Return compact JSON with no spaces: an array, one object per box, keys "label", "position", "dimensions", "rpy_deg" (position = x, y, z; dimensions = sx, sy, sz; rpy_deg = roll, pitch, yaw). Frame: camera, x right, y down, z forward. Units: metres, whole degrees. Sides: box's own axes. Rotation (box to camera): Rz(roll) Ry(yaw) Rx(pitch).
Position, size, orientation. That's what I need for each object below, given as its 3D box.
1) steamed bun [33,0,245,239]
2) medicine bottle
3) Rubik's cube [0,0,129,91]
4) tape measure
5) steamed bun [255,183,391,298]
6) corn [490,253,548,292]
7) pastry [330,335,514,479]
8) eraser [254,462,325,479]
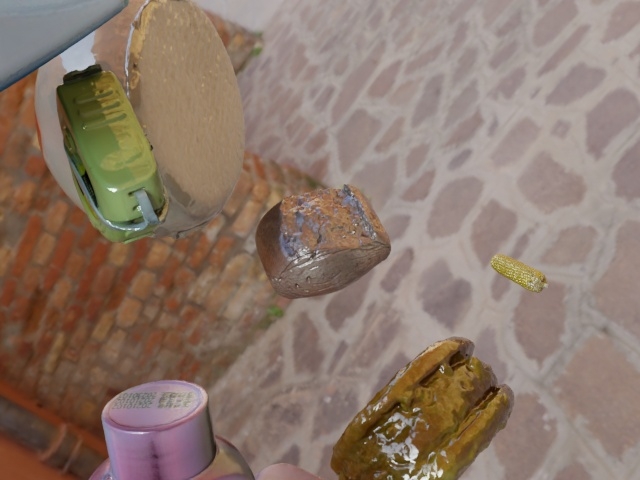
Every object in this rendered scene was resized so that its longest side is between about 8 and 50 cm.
[{"label":"steamed bun","position":[-0.277,-0.183,1.369],"dimensions":[0.241,0.374,0.374],"rpy_deg":[-5,47,22]},{"label":"medicine bottle","position":[-0.113,0.208,0.709],"dimensions":[0.094,0.119,0.188],"rpy_deg":[21,122,53]},{"label":"Rubik's cube","position":[-0.424,-0.272,0.814],"dimensions":[0.351,0.352,0.347],"rpy_deg":[-40,26,-30]},{"label":"tape measure","position":[-0.221,-0.074,1.003],"dimensions":[0.088,0.177,0.154],"rpy_deg":[-19,-16,-23]},{"label":"steamed bun","position":[0.000,0.000,1.268],"dimensions":[0.175,0.106,0.145],"rpy_deg":[-21,39,-1]},{"label":"corn","position":[0.244,0.040,1.134],"dimensions":[0.083,0.028,0.027],"rpy_deg":[30,106,41]},{"label":"pastry","position":[0.121,0.234,1.071],"dimensions":[0.240,0.132,0.235],"rpy_deg":[-40,-22,-11]},{"label":"eraser","position":[0.003,0.313,0.861],"dimensions":[0.243,0.204,0.059],"rpy_deg":[54,150,42]}]
